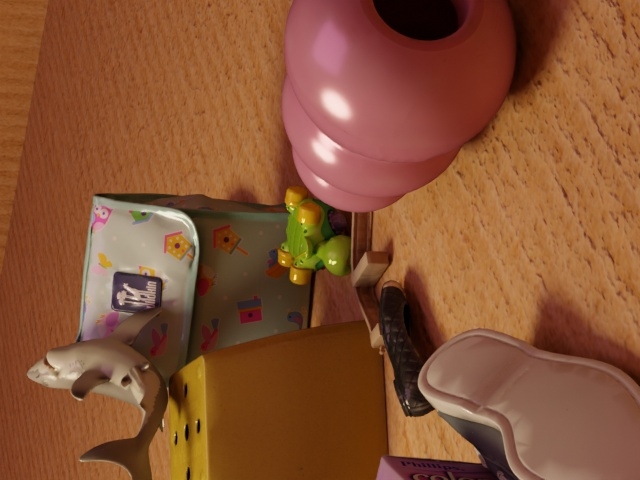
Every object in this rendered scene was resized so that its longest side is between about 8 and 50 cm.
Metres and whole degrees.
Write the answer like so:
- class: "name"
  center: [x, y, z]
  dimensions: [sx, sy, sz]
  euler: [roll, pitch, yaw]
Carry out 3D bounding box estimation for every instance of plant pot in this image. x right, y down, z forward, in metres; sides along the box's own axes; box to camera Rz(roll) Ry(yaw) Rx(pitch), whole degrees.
- class: "plant pot"
  center: [-0.054, 0.203, 1.968]
  dimensions: [0.212, 0.187, 0.212]
  euler: [145, 126, -66]

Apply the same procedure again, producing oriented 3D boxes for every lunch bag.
- class: "lunch bag"
  center: [-0.150, 0.058, 2.146]
  dimensions: [0.160, 0.262, 0.223]
  euler: [-153, 67, -69]

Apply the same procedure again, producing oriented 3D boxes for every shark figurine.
- class: "shark figurine"
  center: [-0.199, 0.183, 2.016]
  dimensions: [0.278, 0.166, 0.116]
  euler: [44, 163, 55]

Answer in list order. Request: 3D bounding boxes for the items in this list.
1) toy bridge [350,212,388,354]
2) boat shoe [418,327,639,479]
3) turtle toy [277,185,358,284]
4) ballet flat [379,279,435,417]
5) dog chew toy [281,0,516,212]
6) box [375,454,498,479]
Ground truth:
- class: "toy bridge"
  center: [0.052, 0.032, 1.929]
  dimensions: [0.063, 0.026, 0.188]
  euler: [121, 146, -58]
- class: "boat shoe"
  center: [0.191, 0.159, 1.464]
  dimensions: [0.099, 0.116, 0.319]
  euler: [53, 168, -26]
- class: "turtle toy"
  center: [0.000, 0.000, 2.018]
  dimensions: [0.130, 0.066, 0.095]
  euler: [-128, 42, -61]
- class: "ballet flat"
  center: [0.089, 0.105, 1.809]
  dimensions: [0.173, 0.049, 0.057]
  euler: [-102, -9, -45]
- class: "dog chew toy"
  center: [0.055, -0.134, 1.699]
  dimensions: [0.332, 0.206, 0.207]
  euler: [113, 153, -62]
- class: "box"
  center: [0.120, 0.316, 1.459]
  dimensions: [0.243, 0.117, 0.214]
  euler: [-143, 63, -63]
